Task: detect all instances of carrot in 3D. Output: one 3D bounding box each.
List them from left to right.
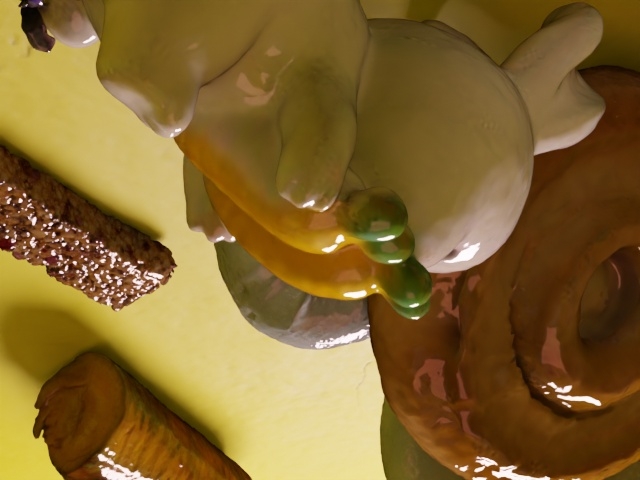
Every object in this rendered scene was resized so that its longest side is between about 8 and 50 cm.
[{"bbox_3d":[-0.139,0.204,1.356,0.114,0.114,0.302,-18,144,16],"label":"carrot"}]

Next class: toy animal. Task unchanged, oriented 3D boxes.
[{"bbox_3d":[0.007,-0.086,0.844,0.310,0.247,0.183,32,149,-25],"label":"toy animal"}]

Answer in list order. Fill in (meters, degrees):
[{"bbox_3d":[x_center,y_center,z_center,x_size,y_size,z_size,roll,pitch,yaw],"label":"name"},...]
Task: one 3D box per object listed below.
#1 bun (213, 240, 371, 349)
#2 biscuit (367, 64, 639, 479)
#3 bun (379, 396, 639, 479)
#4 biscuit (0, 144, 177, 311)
[{"bbox_3d":[0.000,0.000,1.045,0.140,0.141,0.083,0,153,-13],"label":"bun"},{"bbox_3d":[0.170,0.032,1.040,0.296,0.102,0.296,-12,116,-26],"label":"biscuit"},{"bbox_3d":[0.179,0.139,1.244,0.293,0.293,0.187,-2,-176,-8],"label":"bun"},{"bbox_3d":[-0.181,-0.007,1.091,0.064,0.034,0.199,-24,144,25],"label":"biscuit"}]
